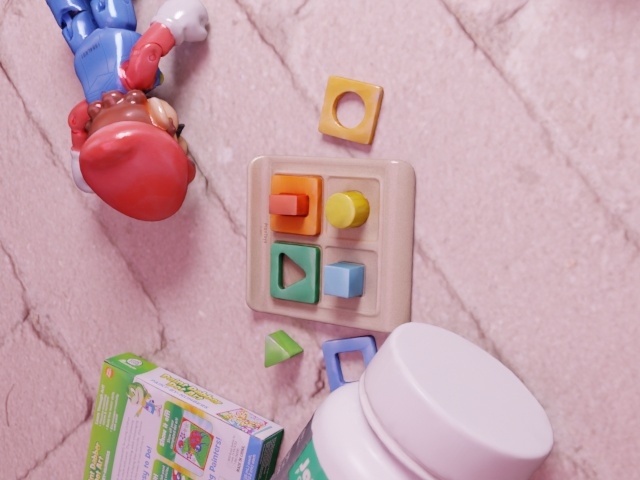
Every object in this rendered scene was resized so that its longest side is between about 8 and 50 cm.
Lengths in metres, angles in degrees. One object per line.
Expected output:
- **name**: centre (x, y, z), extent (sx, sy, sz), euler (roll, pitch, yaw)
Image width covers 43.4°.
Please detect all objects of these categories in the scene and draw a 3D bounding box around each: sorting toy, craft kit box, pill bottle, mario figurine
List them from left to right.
- **mario figurine**: centre (-0.216, -0.171, 0.939), extent (0.198, 0.170, 0.320), euler (134, 122, -62)
- **craft kit box**: centre (-0.182, 0.298, 0.990), extent (0.246, 0.061, 0.250), euler (19, 105, 23)
- **sorting toy**: centre (0.000, 0.000, 0.857), extent (0.196, 0.047, 0.347), euler (5, 98, 28)
- **pill bottle**: centre (0.047, 0.268, 0.774), extent (0.204, 0.204, 0.361), euler (39, 112, 19)
